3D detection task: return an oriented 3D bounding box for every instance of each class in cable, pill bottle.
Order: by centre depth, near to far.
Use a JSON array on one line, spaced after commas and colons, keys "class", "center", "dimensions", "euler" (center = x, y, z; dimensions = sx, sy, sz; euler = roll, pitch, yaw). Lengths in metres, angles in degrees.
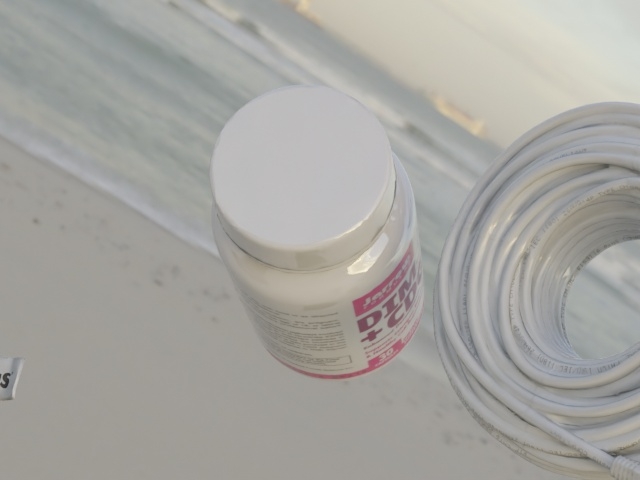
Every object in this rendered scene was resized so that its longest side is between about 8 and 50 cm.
[{"class": "cable", "center": [0.201, 0.036, 0.964], "dimensions": [0.257, 0.257, 0.089], "euler": [15, -8, 41]}, {"class": "pill bottle", "center": [0.000, 0.000, 1.145], "dimensions": [0.160, 0.160, 0.283], "euler": [36, -14, 19]}]

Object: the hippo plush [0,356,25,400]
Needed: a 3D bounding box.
[{"class": "hippo plush", "center": [-0.355, 0.132, 0.867], "dimensions": [0.294, 0.234, 0.237], "euler": [-10, 11, 42]}]
